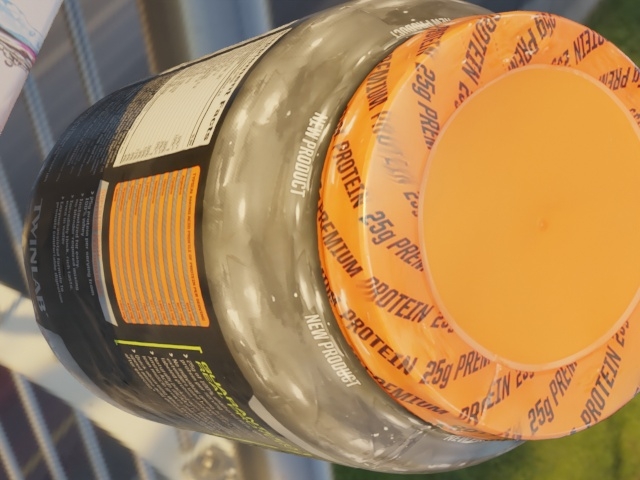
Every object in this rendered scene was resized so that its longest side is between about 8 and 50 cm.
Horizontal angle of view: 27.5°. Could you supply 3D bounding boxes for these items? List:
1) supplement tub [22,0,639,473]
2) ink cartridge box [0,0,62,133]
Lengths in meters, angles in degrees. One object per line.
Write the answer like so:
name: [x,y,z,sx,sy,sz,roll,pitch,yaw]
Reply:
supplement tub: [0.000,0.000,0.632,0.207,0.338,0.207,1,88,-30]
ink cartridge box: [-0.257,-0.097,0.555,0.197,0.198,0.270,47,41,-34]
